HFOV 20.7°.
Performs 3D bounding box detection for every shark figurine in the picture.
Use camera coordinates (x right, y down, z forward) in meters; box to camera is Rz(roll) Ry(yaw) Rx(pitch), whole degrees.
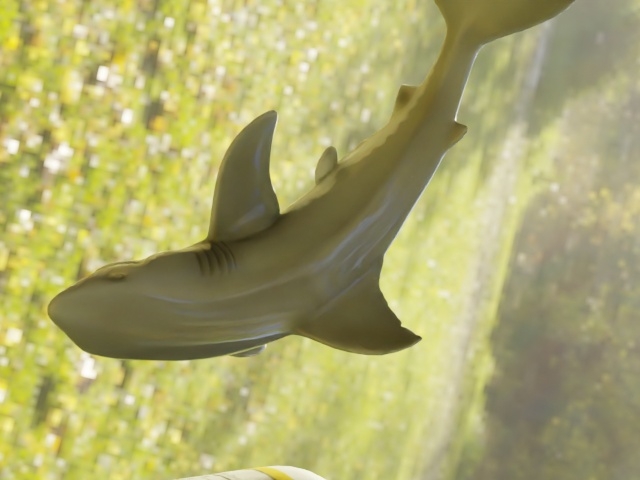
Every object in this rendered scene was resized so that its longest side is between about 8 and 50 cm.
[{"bbox_3d":[0.023,-0.007,0.832,0.278,0.116,0.166,-43,144,-7],"label":"shark figurine"}]

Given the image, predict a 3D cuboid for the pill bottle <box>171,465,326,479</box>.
[{"bbox_3d":[-0.077,0.222,0.931,0.188,0.334,0.187,15,-73,61],"label":"pill bottle"}]
